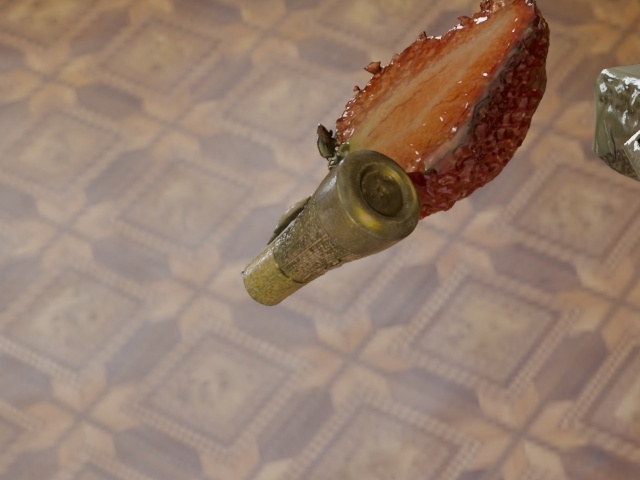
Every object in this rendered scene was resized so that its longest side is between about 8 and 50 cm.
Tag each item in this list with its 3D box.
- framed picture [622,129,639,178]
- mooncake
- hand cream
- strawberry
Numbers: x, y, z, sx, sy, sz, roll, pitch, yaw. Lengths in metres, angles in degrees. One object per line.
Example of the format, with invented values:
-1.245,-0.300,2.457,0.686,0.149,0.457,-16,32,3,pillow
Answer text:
0.411,-0.142,1.495,0.335,0.022,0.247,-43,20,16,framed picture
0.457,-0.123,1.960,0.250,0.136,0.254,-3,17,-26,mooncake
0.000,0.000,1.502,0.084,0.203,0.084,16,58,-27,hand cream
0.119,-0.102,1.570,0.236,0.107,0.175,-21,49,30,strawberry
